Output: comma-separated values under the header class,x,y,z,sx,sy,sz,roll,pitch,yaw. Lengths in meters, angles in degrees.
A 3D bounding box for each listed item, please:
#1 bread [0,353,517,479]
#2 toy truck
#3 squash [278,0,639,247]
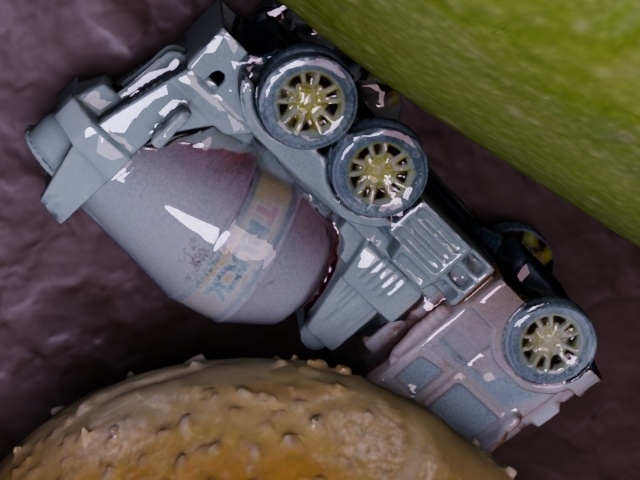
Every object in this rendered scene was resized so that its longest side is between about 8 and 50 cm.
class,x,y,z,sx,sy,sz,roll,pitch,yaw
bread,-0.036,0.198,0.773,0.305,0.159,0.305,3,116,5
toy truck,0.000,0.000,0.799,0.140,0.108,0.257,-42,111,11
squash,0.153,-0.135,0.727,0.384,0.263,0.263,30,94,-21
